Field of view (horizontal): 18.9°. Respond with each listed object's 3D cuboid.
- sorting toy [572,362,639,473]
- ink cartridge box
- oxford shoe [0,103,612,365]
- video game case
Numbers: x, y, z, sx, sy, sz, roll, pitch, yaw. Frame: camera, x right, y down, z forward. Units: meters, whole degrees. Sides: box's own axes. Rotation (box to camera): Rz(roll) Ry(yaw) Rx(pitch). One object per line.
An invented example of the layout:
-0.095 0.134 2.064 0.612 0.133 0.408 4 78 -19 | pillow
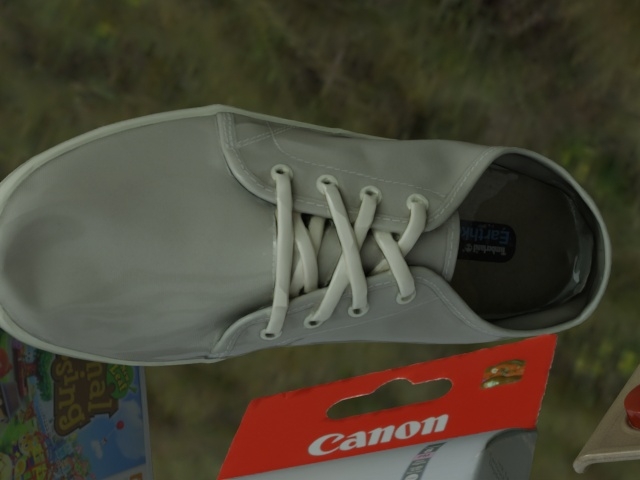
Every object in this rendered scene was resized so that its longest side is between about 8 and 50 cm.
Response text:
0.357 0.088 1.616 0.229 0.307 0.041 -15 109 37 | sorting toy
0.004 0.114 0.911 0.189 0.232 0.066 -14 124 24 | ink cartridge box
0.000 0.000 1.240 0.449 0.169 0.130 0 -174 -24 | oxford shoe
-0.187 0.094 1.241 0.023 0.212 0.193 5 -166 39 | video game case
